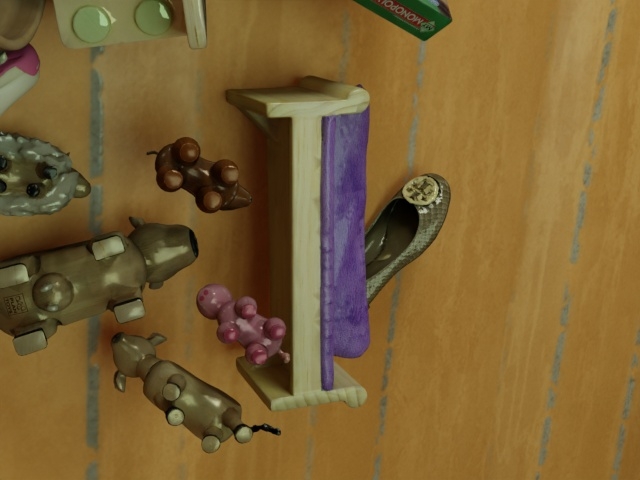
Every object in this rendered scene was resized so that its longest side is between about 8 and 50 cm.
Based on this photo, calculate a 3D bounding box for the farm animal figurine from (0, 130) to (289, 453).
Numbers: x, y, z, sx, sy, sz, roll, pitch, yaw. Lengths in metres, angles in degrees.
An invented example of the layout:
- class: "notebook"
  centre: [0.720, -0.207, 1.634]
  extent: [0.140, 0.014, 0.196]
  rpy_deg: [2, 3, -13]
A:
- class: "farm animal figurine"
  centre: [-0.202, 0.055, 1.139]
  extent: [0.327, 0.172, 0.330]
  rpy_deg: [1, 95, -13]

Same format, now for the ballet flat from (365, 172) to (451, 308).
- class: "ballet flat"
  centre: [0.075, 0.011, 1.387]
  extent: [0.250, 0.084, 0.058]
  rpy_deg: [-50, 139, -2]

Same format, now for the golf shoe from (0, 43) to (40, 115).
- class: "golf shoe"
  centre: [-0.386, -0.077, 1.009]
  extent: [0.306, 0.115, 0.140]
  rpy_deg: [-34, 133, -12]

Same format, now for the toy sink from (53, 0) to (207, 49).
- class: "toy sink"
  centre: [-0.177, -0.265, 0.982]
  extent: [0.131, 0.234, 0.152]
  rpy_deg: [-8, 116, -3]

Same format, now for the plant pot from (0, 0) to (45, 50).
- class: "plant pot"
  centre: [-0.305, -0.270, 0.871]
  extent: [0.110, 0.237, 0.237]
  rpy_deg: [-2, 113, 5]

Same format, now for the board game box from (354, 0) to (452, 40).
- class: "board game box"
  centre: [0.001, -0.358, 1.124]
  extent: [0.317, 0.213, 0.046]
  rpy_deg: [21, 138, -39]

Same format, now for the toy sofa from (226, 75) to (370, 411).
- class: "toy sofa"
  centre: [0.000, 0.000, 1.239]
  extent: [0.177, 0.150, 0.362]
  rpy_deg: [-5, 105, -20]
